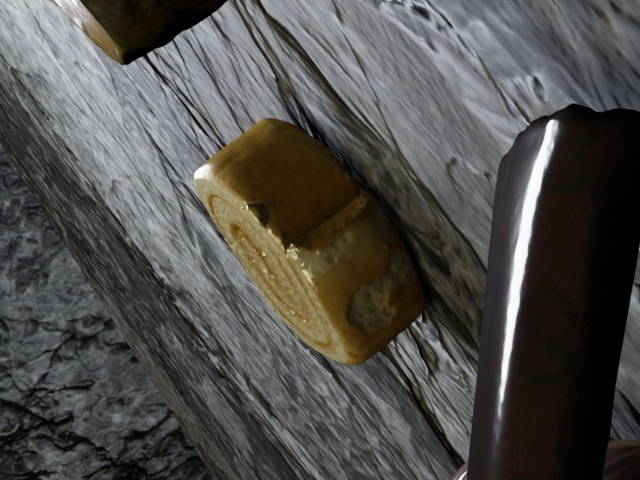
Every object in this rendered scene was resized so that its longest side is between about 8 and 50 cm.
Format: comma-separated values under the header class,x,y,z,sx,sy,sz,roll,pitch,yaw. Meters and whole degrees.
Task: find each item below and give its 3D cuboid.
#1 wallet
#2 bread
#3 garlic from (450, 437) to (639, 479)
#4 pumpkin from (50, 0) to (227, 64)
class,x,y,z,sx,sy,sz,roll,pitch,yaw
wallet,0.078,0.072,0.685,0.182,0.049,0.229,107,170,-87
bread,0.000,0.000,1.112,0.122,0.073,0.149,27,153,56
garlic,0.131,0.203,0.914,0.245,0.160,0.245,54,161,28
pumpkin,-0.101,-0.177,0.781,0.222,0.139,0.317,45,174,-29
